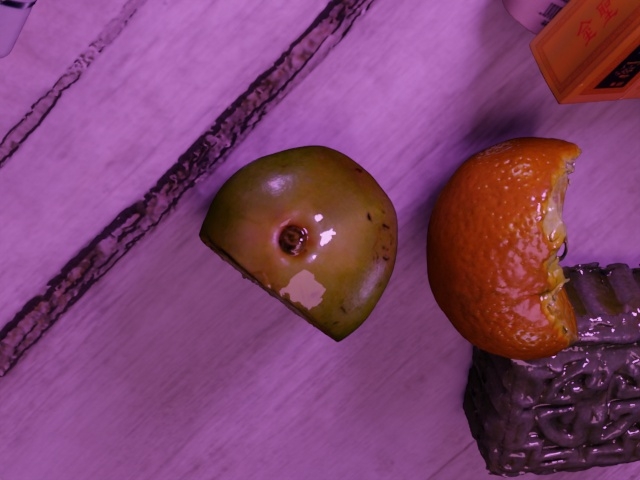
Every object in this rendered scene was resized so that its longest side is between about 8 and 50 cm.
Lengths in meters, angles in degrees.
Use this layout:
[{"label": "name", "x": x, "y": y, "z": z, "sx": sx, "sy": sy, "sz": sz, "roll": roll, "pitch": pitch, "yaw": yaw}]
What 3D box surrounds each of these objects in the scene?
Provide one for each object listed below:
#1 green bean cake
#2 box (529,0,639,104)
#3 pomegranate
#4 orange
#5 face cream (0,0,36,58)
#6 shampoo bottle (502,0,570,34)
[{"label": "green bean cake", "x": 0.303, "y": 0.148, "z": 1.870, "sx": 0.241, "sy": 0.132, "sz": 0.255, "roll": -1, "pitch": 131, "yaw": -13}, {"label": "box", "x": 0.355, "y": -0.212, "z": 1.520, "sx": 0.274, "sy": 0.076, "sz": 0.174, "roll": -8, "pitch": 153, "yaw": -36}, {"label": "pomegranate", "x": 0.006, "y": 0.003, "z": 1.606, "sx": 0.159, "sy": 0.190, "sz": 0.241, "roll": -51, "pitch": 129, "yaw": -6}, {"label": "orange", "x": 0.189, "y": 0.008, "z": 1.668, "sx": 0.158, "sy": 0.179, "sz": 0.237, "roll": -1, "pitch": 121, "yaw": 2}, {"label": "face cream", "x": -0.236, "y": -0.300, "z": 1.326, "sx": 0.143, "sy": 0.089, "sz": 0.314, "roll": 17, "pitch": 115, "yaw": -29}, {"label": "shampoo bottle", "x": 0.269, "y": -0.304, "z": 1.487, "sx": 0.127, "sy": 0.078, "sz": 0.257, "roll": 20, "pitch": 126, "yaw": -24}]
